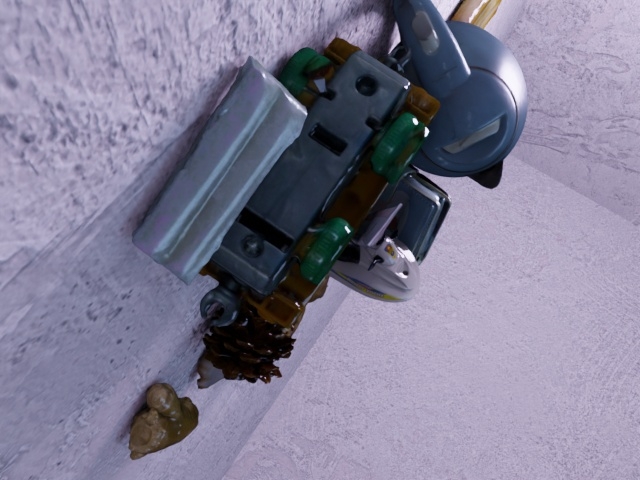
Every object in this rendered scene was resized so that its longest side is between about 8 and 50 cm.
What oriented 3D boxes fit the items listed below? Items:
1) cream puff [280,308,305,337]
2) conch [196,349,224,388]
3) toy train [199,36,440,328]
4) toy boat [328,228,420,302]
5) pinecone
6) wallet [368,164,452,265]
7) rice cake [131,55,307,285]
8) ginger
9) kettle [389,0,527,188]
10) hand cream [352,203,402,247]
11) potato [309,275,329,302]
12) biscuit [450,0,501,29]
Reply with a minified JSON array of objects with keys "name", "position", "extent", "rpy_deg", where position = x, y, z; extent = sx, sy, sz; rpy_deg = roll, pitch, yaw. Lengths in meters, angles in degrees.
[{"name":"cream puff","position":[-0.095,0.186,1.315],"extent":[0.149,0.084,0.149],"rpy_deg":[-59,172,-14]},{"name":"conch","position":[-0.183,0.214,1.067],"extent":[0.176,0.094,0.104],"rpy_deg":[-31,-177,-1]},{"name":"toy train","position":[-0.010,-0.069,0.719],"extent":[0.429,0.178,0.249],"rpy_deg":[-55,176,-9]},{"name":"toy boat","position":[0.062,0.008,1.011],"extent":[0.141,0.269,0.141],"rpy_deg":[-47,151,-36]},{"name":"pinecone","position":[-0.119,0.161,0.947],"extent":[0.174,0.173,0.173],"rpy_deg":[-55,169,-15]},{"name":"wallet","position":[0.130,-0.084,1.093],"extent":[0.075,0.250,0.176],"rpy_deg":[-21,142,-38]},{"name":"rice cake","position":[-0.101,-0.068,0.552],"extent":[0.226,0.085,0.040],"rpy_deg":[-56,-146,-3]},{"name":"ginger","position":[-0.260,0.309,0.919],"extent":[0.205,0.081,0.115],"rpy_deg":[77,14,-65]},{"name":"kettle","position":[0.192,-0.245,0.864],"extent":[0.247,0.319,0.342],"rpy_deg":[-28,-164,16]},{"name":"hand cream","position":[0.066,-0.016,0.709],"extent":[0.216,0.038,0.052],"rpy_deg":[172,-74,-86]},{"name":"potato","position":[-0.013,0.092,1.439],"extent":[0.164,0.081,0.200],"rpy_deg":[-48,163,-40]},{"name":"biscuit","position":[0.396,-0.577,1.402],"extent":[0.291,0.062,0.237],"rpy_deg":[-56,170,-11]}]
